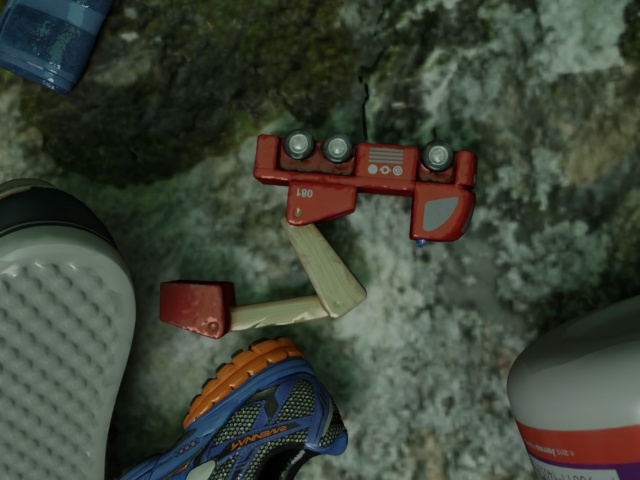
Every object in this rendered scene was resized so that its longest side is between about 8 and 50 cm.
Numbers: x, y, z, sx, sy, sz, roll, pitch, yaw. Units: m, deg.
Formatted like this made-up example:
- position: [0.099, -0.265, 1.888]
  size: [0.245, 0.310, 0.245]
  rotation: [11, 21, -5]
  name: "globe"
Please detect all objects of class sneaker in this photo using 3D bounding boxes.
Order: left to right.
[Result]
- position: [-0.194, 0.114, 0.461]
  size: [0.126, 0.127, 0.321]
  rotation: [12, 112, -32]
  name: "sneaker"
- position: [-0.071, 0.161, 0.442]
  size: [0.087, 0.083, 0.221]
  rotation: [38, 86, 26]
  name: "sneaker"

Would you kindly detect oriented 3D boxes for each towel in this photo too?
- position: [-0.177, -0.165, 0.509]
  size: [0.067, 0.029, 0.119]
  rotation: [24, 90, 4]
  name: "towel"

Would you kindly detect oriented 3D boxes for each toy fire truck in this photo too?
- position: [0.000, 0.000, 0.479]
  size: [0.192, 0.047, 0.135]
  rotation: [5, 89, 4]
  name: "toy fire truck"

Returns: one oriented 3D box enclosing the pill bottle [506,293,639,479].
- position: [0.233, 0.185, 0.385]
  size: [0.181, 0.181, 0.323]
  rotation: [-21, 87, 4]
  name: "pill bottle"
